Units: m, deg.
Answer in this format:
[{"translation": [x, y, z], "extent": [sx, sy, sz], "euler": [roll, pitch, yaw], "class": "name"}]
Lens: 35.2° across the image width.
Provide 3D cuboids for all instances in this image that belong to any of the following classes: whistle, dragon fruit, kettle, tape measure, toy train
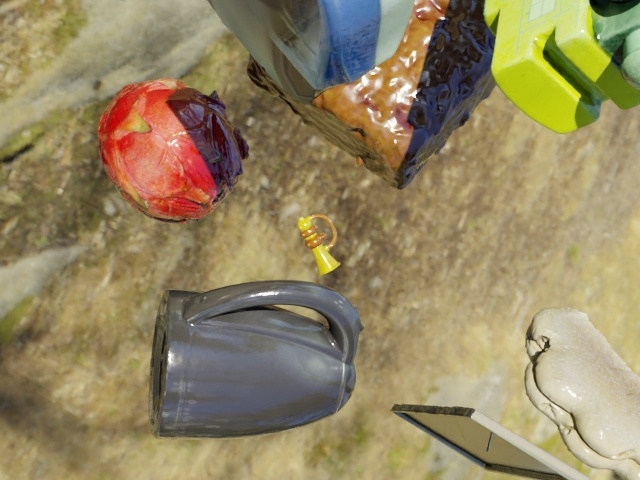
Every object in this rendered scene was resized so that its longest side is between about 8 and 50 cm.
[{"translation": [0.000, 0.003, 1.786], "extent": [0.109, 0.057, 0.046], "euler": [67, 19, -9], "class": "whistle"}, {"translation": [-0.248, -0.148, 1.655], "extent": [0.241, 0.241, 0.252], "euler": [-6, 73, -63], "class": "dragon fruit"}, {"translation": [-0.082, 0.160, 1.407], "extent": [0.207, 0.291, 0.268], "euler": [-99, -160, -49], "class": "kettle"}, {"translation": [-0.021, -0.303, 0.990], "extent": [0.138, 0.259, 0.262], "euler": [-34, 163, -20], "class": "tape measure"}, {"translation": [0.326, -0.324, 1.126], "extent": [0.179, 0.272, 0.441], "euler": [34, 55, -30], "class": "toy train"}]

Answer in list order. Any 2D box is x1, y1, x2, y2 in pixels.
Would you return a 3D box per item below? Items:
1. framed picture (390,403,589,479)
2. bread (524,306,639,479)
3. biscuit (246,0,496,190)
[{"translation": [0.222, 0.279, 1.390], "extent": [0.018, 0.192, 0.265], "euler": [-62, -167, -16], "class": "framed picture"}, {"translation": [0.427, 0.250, 1.576], "extent": [0.183, 0.337, 0.102], "euler": [-10, 143, -43], "class": "bread"}, {"translation": [0.120, -0.321, 1.575], "extent": [0.395, 0.343, 0.166], "euler": [-50, 166, -10], "class": "biscuit"}]
